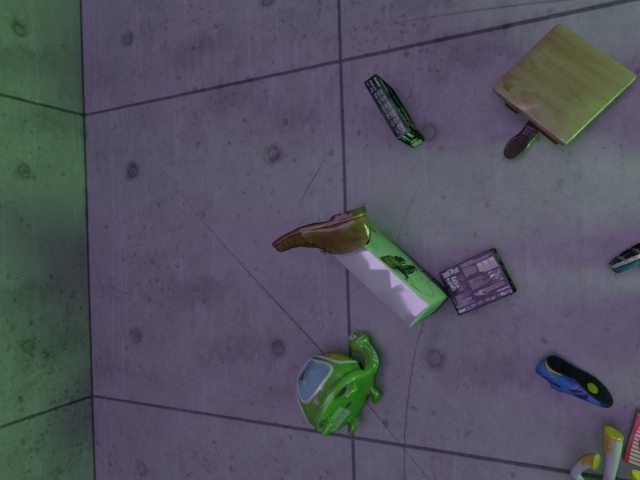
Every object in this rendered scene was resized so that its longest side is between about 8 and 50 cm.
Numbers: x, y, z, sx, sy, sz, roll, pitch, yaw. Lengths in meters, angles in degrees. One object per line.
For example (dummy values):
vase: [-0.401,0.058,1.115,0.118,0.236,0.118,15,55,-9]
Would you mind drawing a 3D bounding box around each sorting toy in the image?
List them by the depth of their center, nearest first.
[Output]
sorting toy: [0.666,-0.422,1.380,0.255,0.089,0.257,-44,71,3]

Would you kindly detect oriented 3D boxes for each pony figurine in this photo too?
pony figurine: [0.780,0.730,1.272,0.351,0.303,0.363,42,128,48]

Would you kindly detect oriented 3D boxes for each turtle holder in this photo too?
turtle holder: [0.050,0.470,1.643,0.227,0.243,0.320,37,116,39]

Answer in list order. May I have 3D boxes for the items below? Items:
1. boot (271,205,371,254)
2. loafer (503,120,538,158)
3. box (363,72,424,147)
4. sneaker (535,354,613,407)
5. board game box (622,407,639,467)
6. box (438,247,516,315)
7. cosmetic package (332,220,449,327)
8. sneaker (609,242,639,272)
boot: [0.000,0.000,1.424,0.306,0.112,0.115,-17,93,23]
loafer: [0.603,-0.300,1.459,0.056,0.050,0.148,47,108,21]
box: [0.236,-0.408,1.573,0.051,0.175,0.220,-33,76,23]
sneaker: [0.719,0.411,1.411,0.209,0.069,0.082,32,137,14]
board game box: [0.929,0.553,1.309,0.194,0.045,0.146,15,97,26]
box: [0.479,0.126,1.511,0.180,0.078,0.147,-29,78,24]
cosmetic package: [0.207,0.085,1.533,0.377,0.284,0.097,43,107,19]
sneaker: [0.910,0.048,1.286,0.275,0.107,0.109,-16,93,26]
